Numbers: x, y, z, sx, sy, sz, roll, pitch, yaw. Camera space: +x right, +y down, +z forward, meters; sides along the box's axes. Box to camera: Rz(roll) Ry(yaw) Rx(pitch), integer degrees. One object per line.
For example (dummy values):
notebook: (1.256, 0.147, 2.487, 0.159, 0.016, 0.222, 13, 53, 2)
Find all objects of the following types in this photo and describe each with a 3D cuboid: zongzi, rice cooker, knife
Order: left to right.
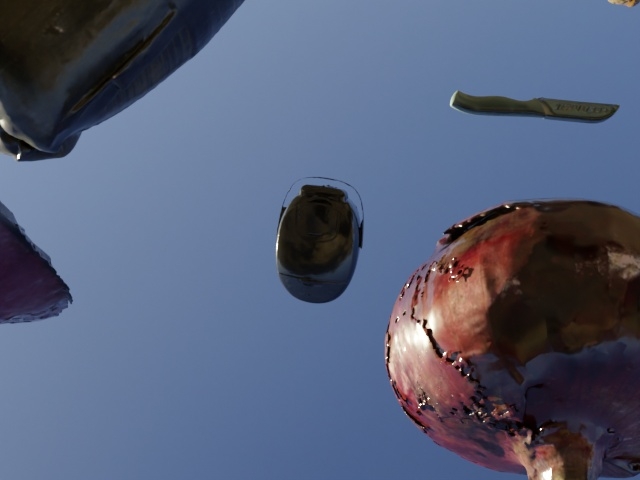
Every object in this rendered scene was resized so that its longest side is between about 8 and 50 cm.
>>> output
zongzi: (-0.212, -0.235, 0.980, 0.403, 0.208, 0.432, -55, -162, -15)
rice cooker: (0.000, -0.001, 1.685, 0.142, 0.203, 0.118, 11, -173, 9)
knife: (0.244, -0.149, 1.170, 0.210, 0.015, 0.028, 3, -121, -15)

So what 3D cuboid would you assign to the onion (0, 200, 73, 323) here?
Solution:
onion: (-0.246, -0.019, 0.497, 0.111, 0.247, 0.250, -49, -153, -20)

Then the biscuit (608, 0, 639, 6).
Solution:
biscuit: (0.333, -0.324, 1.062, 0.050, 0.170, 0.170, 9, -143, 9)

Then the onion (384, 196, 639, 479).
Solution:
onion: (0.170, 0.090, 0.738, 0.252, 0.252, 0.219, -8, -125, 6)
